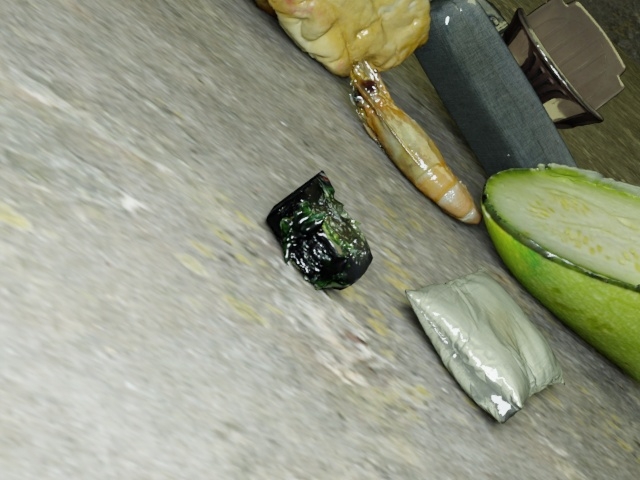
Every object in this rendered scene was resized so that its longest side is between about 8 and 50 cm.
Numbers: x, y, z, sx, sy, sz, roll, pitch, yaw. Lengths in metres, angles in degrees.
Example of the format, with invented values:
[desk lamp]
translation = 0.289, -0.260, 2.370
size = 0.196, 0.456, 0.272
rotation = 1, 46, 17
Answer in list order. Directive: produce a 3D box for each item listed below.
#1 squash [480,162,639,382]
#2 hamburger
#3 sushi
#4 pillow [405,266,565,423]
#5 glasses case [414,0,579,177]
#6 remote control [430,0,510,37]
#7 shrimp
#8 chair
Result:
[squash]
translation = 0.337, 0.002, 1.522
size = 0.309, 0.210, 0.233
rotation = 44, 25, -26
[hamburger]
translation = 0.005, -0.319, 1.482
size = 0.162, 0.209, 0.330
rotation = 49, -18, 30
[sushi]
translation = 0.000, 0.000, 1.086
size = 0.083, 0.056, 0.084
rotation = 51, 18, -11
[pillow]
translation = 0.162, 0.093, 1.242
size = 0.148, 0.050, 0.230
rotation = 56, 19, 10
[glasses case]
translation = 0.222, -0.162, 1.651
size = 0.323, 0.074, 0.131
rotation = 57, -11, -13
[remote control]
translation = 0.230, -0.317, 2.031
size = 0.145, 0.062, 0.399
rotation = -32, 73, -27
[shrimp]
translation = 0.108, -0.112, 1.500
size = 0.236, 0.053, 0.133
rotation = 48, 22, -8
[chair]
translation = 0.312, -0.232, 1.724
size = 0.175, 0.183, 0.326
rotation = 54, -14, -2
